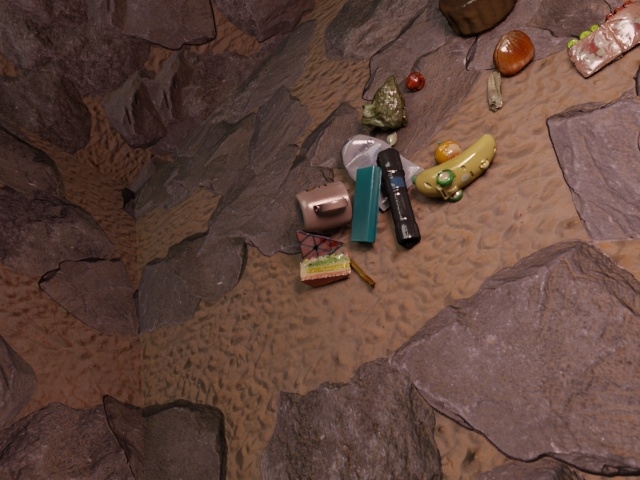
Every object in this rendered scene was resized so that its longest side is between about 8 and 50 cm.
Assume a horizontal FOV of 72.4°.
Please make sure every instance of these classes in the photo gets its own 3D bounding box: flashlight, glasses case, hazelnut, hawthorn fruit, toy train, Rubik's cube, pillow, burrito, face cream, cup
[{"bbox_3d":[0.304,-0.170,1.699,0.103,0.103,0.423,-25,60,28],"label":"flashlight"},{"bbox_3d":[0.189,-0.141,1.749,0.117,0.070,0.300,3,86,60],"label":"glasses case"},{"bbox_3d":[0.738,-0.722,1.679,0.150,0.150,0.150,-22,50,30],"label":"hazelnut"},{"bbox_3d":[0.430,-0.723,2.003,0.093,0.093,0.093,-22,50,30],"label":"hawthorn fruit"},{"bbox_3d":[0.994,-0.737,1.531,0.250,0.053,0.085,-35,54,18],"label":"toy train"},{"bbox_3d":[0.000,0.000,1.930,0.191,0.211,0.178,-7,29,1],"label":"Rubik's cube"},{"bbox_3d":[0.980,-0.673,1.474,0.248,0.049,0.135,-34,74,24],"label":"pillow"},{"bbox_3d":[0.684,-0.583,1.709,0.058,0.045,0.188,-34,42,57],"label":"burrito"},{"bbox_3d":[0.234,-0.326,1.897,0.235,0.137,0.420,-44,51,4],"label":"face cream"},{"bbox_3d":[0.013,-0.136,1.812,0.201,0.191,0.253,-15,6,-14],"label":"cup"}]

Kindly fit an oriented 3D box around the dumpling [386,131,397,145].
[{"bbox_3d":[0.312,-0.445,1.950,0.059,0.043,0.077,-13,71,54],"label":"dumpling"}]

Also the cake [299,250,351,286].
[{"bbox_3d":[0.032,0.122,1.806,0.226,0.090,0.109,-12,55,22],"label":"cake"}]

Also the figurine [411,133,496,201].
[{"bbox_3d":[0.496,-0.284,1.625,0.325,0.124,0.222,-38,41,11],"label":"figurine"}]

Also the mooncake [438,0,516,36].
[{"bbox_3d":[0.693,-1.060,1.915,0.324,0.187,0.323,-22,49,28],"label":"mooncake"}]

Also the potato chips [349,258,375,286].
[{"bbox_3d":[0.160,0.126,1.709,0.026,0.037,0.204,-41,37,-1],"label":"potato chips"}]

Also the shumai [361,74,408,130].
[{"bbox_3d":[0.275,-0.604,1.979,0.218,0.189,0.255,-21,45,28],"label":"shumai"}]
